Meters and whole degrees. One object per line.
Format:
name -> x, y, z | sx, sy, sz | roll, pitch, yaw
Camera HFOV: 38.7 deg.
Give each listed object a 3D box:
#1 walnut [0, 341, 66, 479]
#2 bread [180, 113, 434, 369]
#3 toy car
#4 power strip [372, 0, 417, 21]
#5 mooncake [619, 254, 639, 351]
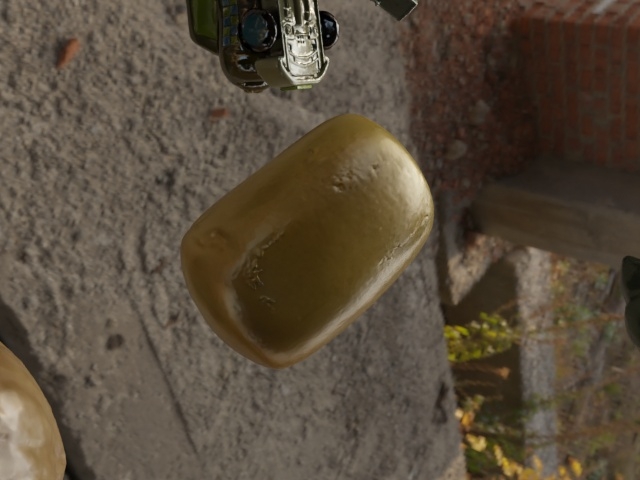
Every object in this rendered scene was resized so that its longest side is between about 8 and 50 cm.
walnut -> -0.375, 0.188, 0.738 | 0.344, 0.306, 0.306 | 2, 103, -33
bread -> 0.000, 0.000, 0.720 | 0.217, 0.098, 0.147 | -43, 114, -16
toy car -> -0.103, -0.335, 1.318 | 0.204, 0.198, 0.247 | -22, 107, -59
power strip -> 0.096, -0.384, 1.321 | 0.075, 0.042, 0.175 | 34, 31, -27
mooncake -> 0.374, 0.050, 0.868 | 0.175, 0.168, 0.104 | -47, 140, 6
